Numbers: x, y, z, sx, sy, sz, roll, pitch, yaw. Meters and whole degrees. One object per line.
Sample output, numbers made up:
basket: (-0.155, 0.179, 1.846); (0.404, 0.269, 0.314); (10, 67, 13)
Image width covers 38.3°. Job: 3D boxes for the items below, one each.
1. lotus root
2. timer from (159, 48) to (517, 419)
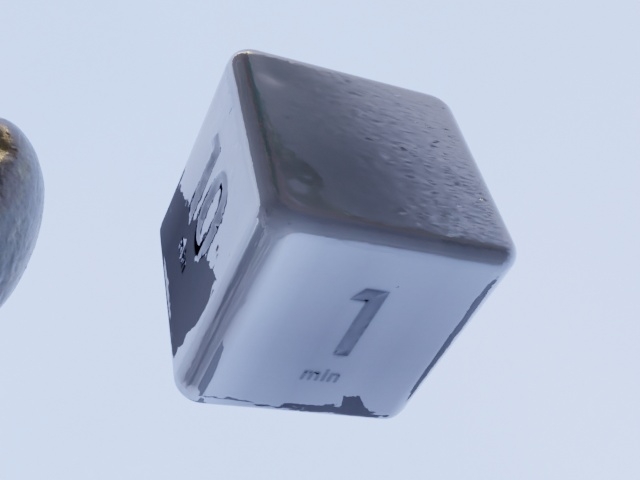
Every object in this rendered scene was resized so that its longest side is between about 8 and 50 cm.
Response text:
lotus root: (-0.528, -0.040, 1.348); (0.250, 0.250, 0.346); (-9, -139, 8)
timer: (0.000, 0.000, 0.701); (0.194, 0.195, 0.192); (9, -138, -23)
